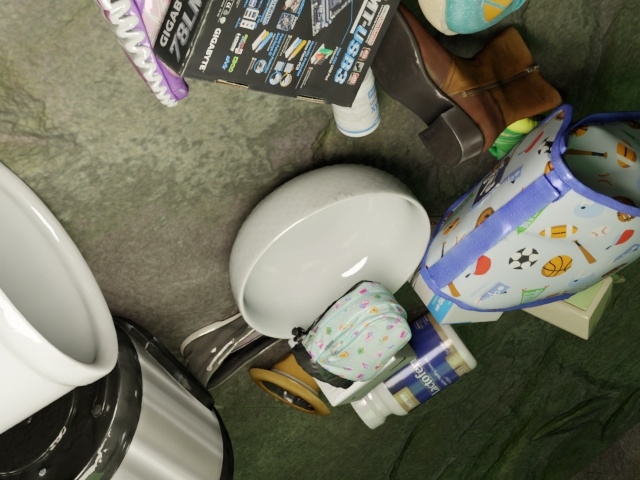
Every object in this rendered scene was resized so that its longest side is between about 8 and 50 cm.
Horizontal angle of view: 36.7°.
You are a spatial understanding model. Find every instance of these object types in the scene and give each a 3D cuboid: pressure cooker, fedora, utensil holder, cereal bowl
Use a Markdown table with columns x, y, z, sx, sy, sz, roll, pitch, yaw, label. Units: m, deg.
| x | y | z | sx | sy | sz | roll | pitch | yaw | label |
| --- | --- | --- | --- | --- | --- | --- | --- | --- | --- |
| -0.346 | 0.344 | 1.514 | 0.375 | 0.370 | 0.420 | -24 | 139 | 12 | pressure cooker |
| -0.048 | 0.273 | 1.890 | 0.079 | 0.194 | 0.194 | -63 | 151 | -19 | fedora |
| -0.500 | 0.124 | 1.180 | 0.385 | 0.328 | 0.327 | -33 | 145 | 3 | utensil holder |
| 0.000 | 0.000 | 1.566 | 0.338 | 0.141 | 0.339 | -21 | 145 | -16 | cereal bowl |

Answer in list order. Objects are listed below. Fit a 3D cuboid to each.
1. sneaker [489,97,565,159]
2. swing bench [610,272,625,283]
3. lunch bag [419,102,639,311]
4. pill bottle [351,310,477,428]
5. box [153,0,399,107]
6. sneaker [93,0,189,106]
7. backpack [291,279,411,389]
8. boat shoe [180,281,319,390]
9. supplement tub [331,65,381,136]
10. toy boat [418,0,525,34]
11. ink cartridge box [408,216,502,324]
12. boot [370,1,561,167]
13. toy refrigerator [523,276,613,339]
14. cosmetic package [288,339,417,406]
| x | y | z | sx | sy | sz | roll | pitch | yaw | label |
| --- | --- | --- | --- | --- | --- | --- | --- | --- | --- |
| 0.346 | -0.195 | 1.646 | 0.123 | 0.110 | 0.295 | -19 | 161 | 35 | sneaker |
| 0.560 | -0.030 | 1.935 | 0.254 | 0.165 | 0.253 | -45 | 144 | 19 | swing bench |
| 0.374 | -0.045 | 1.543 | 0.385 | 0.239 | 0.328 | -11 | 155 | -45 | lunch bag |
| 0.183 | 0.272 | 2.030 | 0.264 | 0.153 | 0.153 | -36 | 145 | 6 | pill bottle |
| -0.019 | -0.316 | 1.148 | 0.293 | 0.073 | 0.296 | 0 | 123 | -48 | box |
| -0.194 | -0.259 | 1.149 | 0.104 | 0.095 | 0.236 | -35 | 145 | -9 | sneaker |
| 0.060 | 0.156 | 1.582 | 0.182 | 0.115 | 0.152 | -46 | 140 | 15 | backpack |
| -0.090 | 0.155 | 1.728 | 0.335 | 0.095 | 0.112 | -31 | 145 | -1 | boat shoe |
| 0.048 | -0.209 | 1.406 | 0.071 | 0.071 | 0.107 | -27 | 146 | -7 | supplement tub |
| 0.242 | -0.398 | 1.209 | 0.267 | 0.148 | 0.318 | -30 | 147 | -59 | toy boat |
| 0.235 | 0.051 | 1.754 | 0.148 | 0.203 | 0.086 | -2 | 133 | -36 | ink cartridge box |
| 0.216 | -0.268 | 1.400 | 0.280 | 0.264 | 0.096 | -33 | 176 | -38 | boot |
| 0.409 | 0.073 | 1.841 | 0.102 | 0.269 | 0.094 | -52 | 151 | -21 | toy refrigerator |
| 0.064 | 0.203 | 1.813 | 0.151 | 0.151 | 0.183 | -39 | 165 | 12 | cosmetic package |
